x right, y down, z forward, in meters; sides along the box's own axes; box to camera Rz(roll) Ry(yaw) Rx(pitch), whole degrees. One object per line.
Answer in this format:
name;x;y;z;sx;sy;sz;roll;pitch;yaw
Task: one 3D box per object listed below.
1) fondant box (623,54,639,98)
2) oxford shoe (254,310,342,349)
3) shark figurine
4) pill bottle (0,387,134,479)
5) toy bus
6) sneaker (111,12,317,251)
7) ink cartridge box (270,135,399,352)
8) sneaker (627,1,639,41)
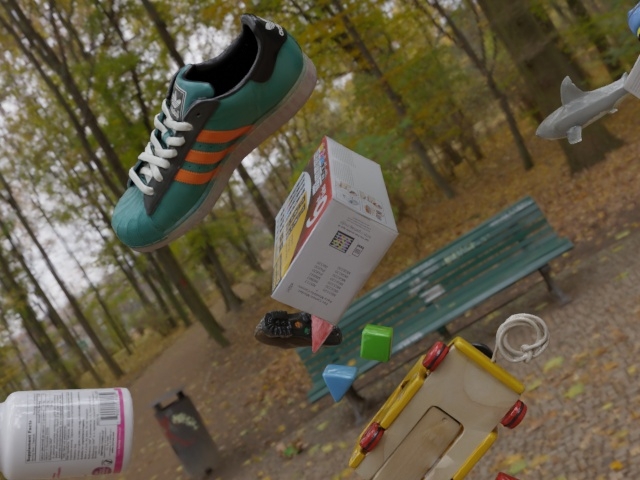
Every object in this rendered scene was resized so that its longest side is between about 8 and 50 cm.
fondant box;0.597;-0.202;0.985;0.096;0.330;0.238;-49;-16;-6
oxford shoe;-0.053;0.218;1.749;0.227;0.082;0.096;13;-39;-28
shark figurine;0.542;-0.297;1.474;0.278;0.116;0.166;-36;11;21
pill bottle;-0.497;0.356;1.363;0.283;0.160;0.160;2;-11;-21
toy bus;0.117;0.158;0.705;0.202;0.191;0.104;-8;8;12
sneaker;-0.143;-0.123;0.822;0.302;0.108;0.121;-48;-40;3
ink cartridge box;0.000;0.000;1.322;0.272;0.130;0.309;-58;15;21
sneaker;0.588;-0.422;1.211;0.069;0.082;0.209;10;-36;-27
